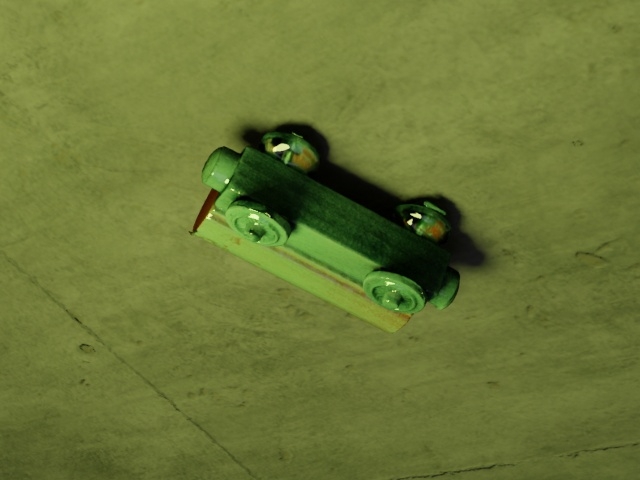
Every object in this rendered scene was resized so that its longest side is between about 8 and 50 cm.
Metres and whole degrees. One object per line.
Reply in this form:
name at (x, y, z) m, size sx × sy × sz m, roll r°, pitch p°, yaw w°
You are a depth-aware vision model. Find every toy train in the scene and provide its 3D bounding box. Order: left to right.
toy train at (0.000, 0.000, 1.194) m, size 0.286 × 0.116 × 0.177 m, roll 26°, pitch 152°, yaw -12°
